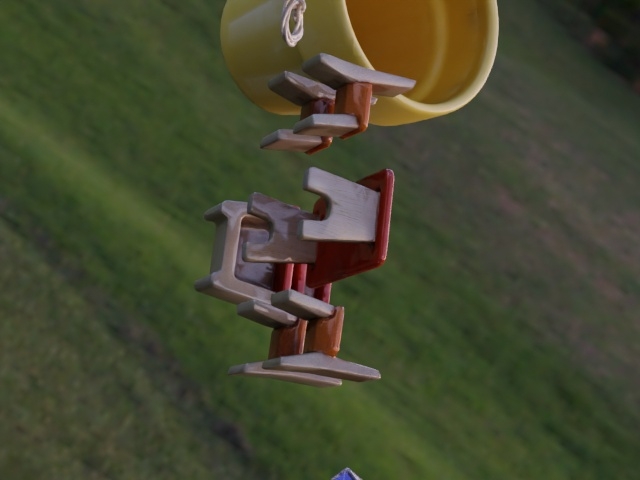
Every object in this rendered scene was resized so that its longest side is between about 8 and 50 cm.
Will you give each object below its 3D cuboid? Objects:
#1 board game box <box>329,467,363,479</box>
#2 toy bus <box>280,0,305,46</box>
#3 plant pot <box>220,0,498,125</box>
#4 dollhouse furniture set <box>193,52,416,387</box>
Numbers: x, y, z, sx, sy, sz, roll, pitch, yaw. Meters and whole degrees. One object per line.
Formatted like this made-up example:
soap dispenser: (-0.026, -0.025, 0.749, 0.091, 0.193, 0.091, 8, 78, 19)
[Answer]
board game box: (0.072, 0.463, 2.458, 0.232, 0.141, 0.291, 53, 0, 19)
toy bus: (0.011, -0.282, 1.524, 0.104, 0.191, 0.202, 8, -15, 21)
plant pot: (0.027, -0.239, 1.973, 0.254, 0.254, 0.239, 24, -25, -38)
dollhouse furniture set: (0.000, 0.000, 1.557, 0.135, 0.262, 0.259, 12, -13, -23)
